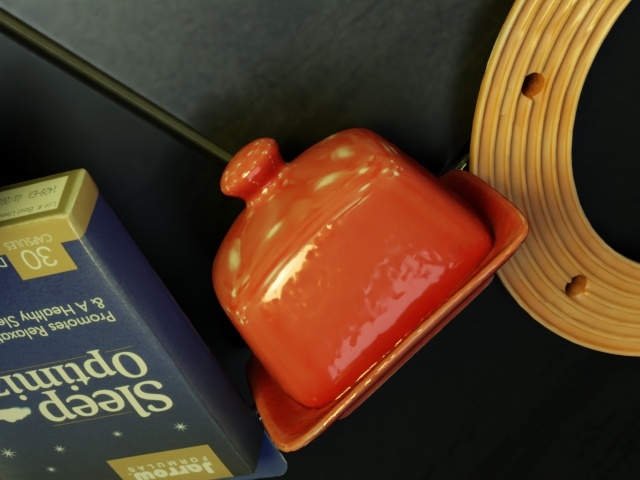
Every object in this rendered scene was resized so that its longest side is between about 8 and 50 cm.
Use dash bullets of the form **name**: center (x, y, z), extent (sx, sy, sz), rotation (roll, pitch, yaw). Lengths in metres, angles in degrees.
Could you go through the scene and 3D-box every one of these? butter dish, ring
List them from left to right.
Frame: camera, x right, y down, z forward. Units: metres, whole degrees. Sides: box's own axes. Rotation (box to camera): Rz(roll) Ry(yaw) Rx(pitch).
- **butter dish**: center (0.000, 0.000, 0.855), extent (0.160, 0.160, 0.118), rotation (-42, 105, 2)
- **ring**: center (0.228, -0.083, 0.973), extent (0.336, 0.032, 0.337), rotation (-12, 123, -20)

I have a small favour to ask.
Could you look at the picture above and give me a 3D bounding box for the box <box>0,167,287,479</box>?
- **box**: center (-0.119, 0.066, 0.847), extent (0.136, 0.036, 0.225), rotation (-12, 133, 23)
